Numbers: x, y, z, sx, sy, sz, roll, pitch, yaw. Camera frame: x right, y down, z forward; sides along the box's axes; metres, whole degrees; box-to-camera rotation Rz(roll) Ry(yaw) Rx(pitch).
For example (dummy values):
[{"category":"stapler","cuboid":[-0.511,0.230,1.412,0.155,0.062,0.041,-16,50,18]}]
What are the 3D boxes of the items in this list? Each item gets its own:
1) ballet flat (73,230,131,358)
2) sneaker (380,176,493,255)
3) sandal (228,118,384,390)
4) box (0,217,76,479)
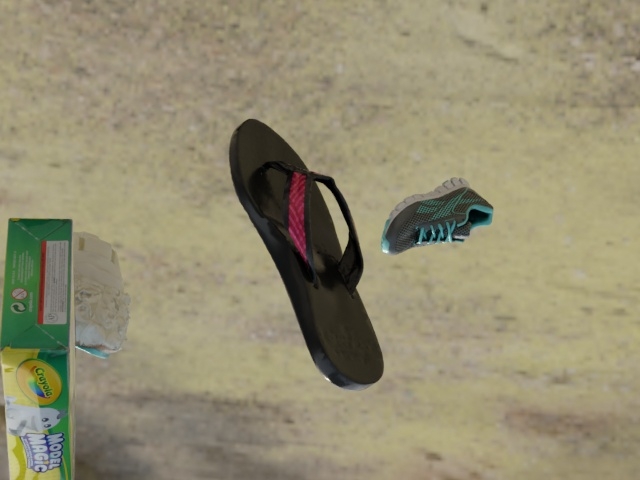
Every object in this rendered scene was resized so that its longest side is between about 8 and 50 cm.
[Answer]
[{"category":"ballet flat","cuboid":[-0.314,0.051,1.654,0.147,0.147,0.409,12,179,-19]},{"category":"sneaker","cuboid":[0.144,-0.022,1.587,0.076,0.166,0.065,34,139,35]},{"category":"sandal","cuboid":[0.000,0.000,0.752,0.067,0.179,0.040,6,141,-45]},{"category":"box","cuboid":[-0.170,0.085,0.803,0.043,0.105,0.179,2,137,-11]}]
